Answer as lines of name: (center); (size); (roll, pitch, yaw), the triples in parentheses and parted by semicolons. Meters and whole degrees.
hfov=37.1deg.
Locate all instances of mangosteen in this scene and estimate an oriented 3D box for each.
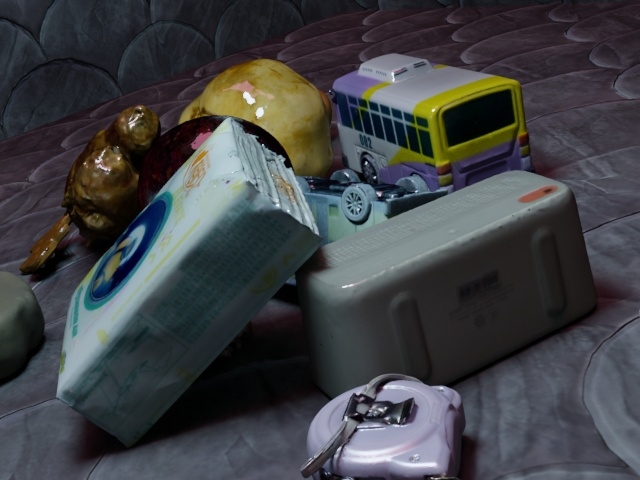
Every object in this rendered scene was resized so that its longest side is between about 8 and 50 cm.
mangosteen: (-0.185, -0.069, 1.717); (0.300, 0.300, 0.300); (-12, 22, 5)

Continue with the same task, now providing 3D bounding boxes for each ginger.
ginger: (-0.424, -0.084, 1.889); (0.418, 0.176, 0.254); (-41, 26, 61)

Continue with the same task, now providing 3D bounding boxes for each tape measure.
tape measure: (0.070, 0.224, 1.056); (0.178, 0.105, 0.196); (-10, 24, 11)

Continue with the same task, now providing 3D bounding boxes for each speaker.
speaker: (0.170, 0.059, 1.289); (0.406, 0.184, 0.183); (-23, 23, -20)

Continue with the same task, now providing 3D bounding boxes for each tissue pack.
tissue pack: (-0.190, 0.046, 1.322); (0.388, 0.162, 0.287); (-47, 24, 12)

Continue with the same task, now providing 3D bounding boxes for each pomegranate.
pomegranate: (-0.131, -0.209, 1.990); (0.332, 0.332, 0.332); (-12, 22, 5)

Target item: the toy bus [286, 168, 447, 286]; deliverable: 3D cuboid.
toy bus: (0.041, -0.010, 1.511); (0.152, 0.190, 0.312); (-13, 16, -43)

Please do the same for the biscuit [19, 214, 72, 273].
biscuit: (-0.562, 0.016, 1.961); (0.138, 0.031, 0.205); (-44, 17, 4)

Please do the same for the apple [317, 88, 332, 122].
apple: (-0.064, -0.291, 2.317); (0.182, 0.155, 0.182); (-2, 12, 0)

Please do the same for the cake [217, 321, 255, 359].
cake: (-0.196, 0.098, 1.519); (0.098, 0.135, 0.287); (-9, 27, -29)

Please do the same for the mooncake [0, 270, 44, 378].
mooncake: (-0.593, 0.153, 1.578); (0.275, 0.135, 0.275); (-8, 23, 4)

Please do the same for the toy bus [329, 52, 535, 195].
toy bus: (0.198, -0.222, 1.859); (0.209, 0.249, 0.440); (-21, 23, -18)
